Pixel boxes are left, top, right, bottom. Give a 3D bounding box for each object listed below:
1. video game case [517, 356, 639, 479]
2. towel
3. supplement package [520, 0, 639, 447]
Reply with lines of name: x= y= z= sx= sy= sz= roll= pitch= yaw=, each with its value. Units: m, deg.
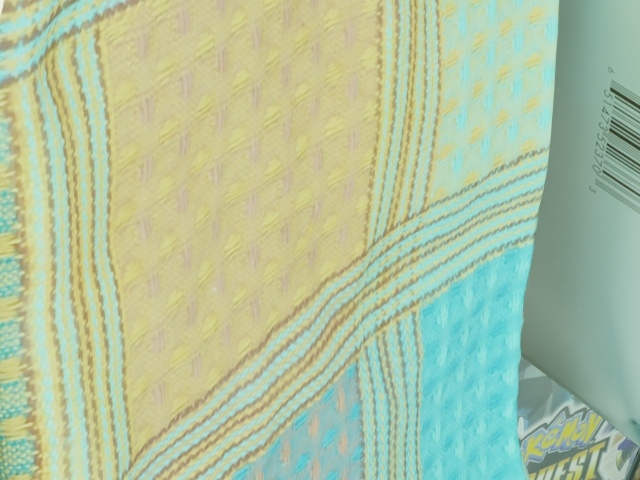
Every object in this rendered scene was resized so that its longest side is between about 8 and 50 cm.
video game case: x=0.113 y=0.071 z=0.971 sx=0.275 sy=0.035 sz=0.248 roll=-14 pitch=132 yaw=-41
towel: x=0.000 y=0.000 z=0.494 sx=0.271 sy=0.040 sz=0.370 roll=-39 pitch=139 yaw=-47
supplement package: x=0.113 y=-0.097 z=0.663 sx=0.145 sy=0.204 sz=0.262 roll=-29 pitch=140 yaw=-29
